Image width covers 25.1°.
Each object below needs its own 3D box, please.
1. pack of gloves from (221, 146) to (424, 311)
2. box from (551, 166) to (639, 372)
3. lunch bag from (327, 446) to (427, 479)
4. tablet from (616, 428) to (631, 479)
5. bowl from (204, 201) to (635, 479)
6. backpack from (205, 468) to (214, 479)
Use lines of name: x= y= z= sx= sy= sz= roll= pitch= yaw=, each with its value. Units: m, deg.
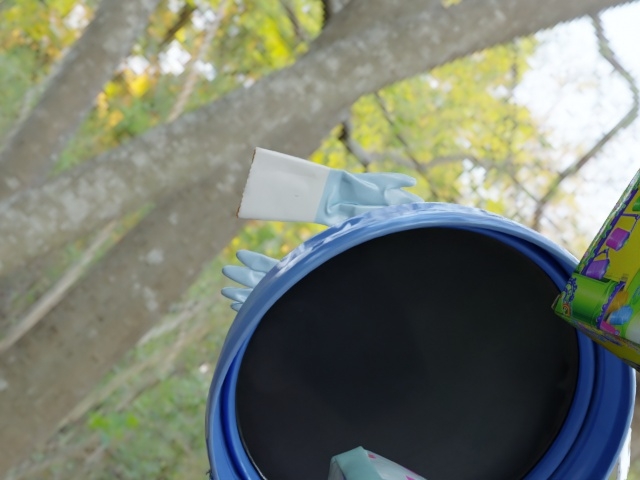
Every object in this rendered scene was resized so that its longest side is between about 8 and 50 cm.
pack of gloves: x=0.000 y=0.000 z=1.640 sx=0.232 sy=0.195 sz=0.046 roll=9 pitch=15 yaw=-25
box: x=0.370 y=0.000 z=1.071 sx=0.177 sy=0.290 sz=0.279 roll=34 pitch=-3 yaw=-18
lunch bag: x=0.094 y=0.283 z=1.095 sx=0.262 sy=0.160 sz=0.223 roll=54 pitch=-3 yaw=-5
tablet: x=0.328 y=0.241 z=1.556 sx=0.006 sy=0.083 sz=0.054 roll=5 pitch=-74 yaw=18
bowl: x=0.088 y=0.147 z=1.303 sx=0.391 sy=0.391 sz=0.077 roll=53 pitch=6 yaw=-26
backpack: x=-0.063 y=0.239 z=1.431 sx=0.105 sy=0.084 sz=0.114 roll=14 pitch=-41 yaw=9
